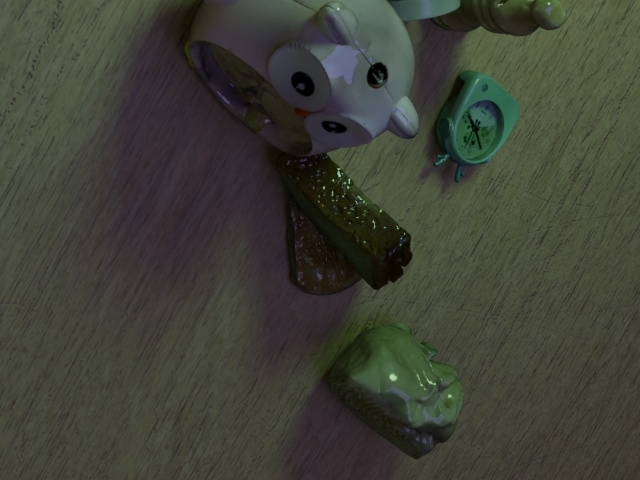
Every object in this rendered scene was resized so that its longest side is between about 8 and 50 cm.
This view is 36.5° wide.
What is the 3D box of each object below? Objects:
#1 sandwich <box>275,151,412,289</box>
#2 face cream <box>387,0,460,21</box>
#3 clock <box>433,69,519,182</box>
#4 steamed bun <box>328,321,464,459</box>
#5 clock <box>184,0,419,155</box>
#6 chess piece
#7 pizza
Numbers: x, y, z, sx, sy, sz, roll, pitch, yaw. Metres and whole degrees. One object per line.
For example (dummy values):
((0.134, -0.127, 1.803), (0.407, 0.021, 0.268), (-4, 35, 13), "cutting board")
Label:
((0.046, -0.041, 1.792), (0.099, 0.288, 0.254), (-44, 169, -5), "sandwich")
((0.151, -0.475, 1.693), (0.177, 0.177, 0.153), (-22, 118, -25), "face cream")
((0.300, -0.225, 1.960), (0.159, 0.066, 0.211), (33, 89, -37), "clock")
((0.176, 0.294, 1.973), (0.289, 0.276, 0.203), (40, 72, -13), "steamed bun")
((-0.009, -0.301, 1.537), (0.250, 0.376, 0.368), (-49, 127, -14), "clock")
((0.324, -0.419, 1.747), (0.124, 0.307, 0.139), (-34, 123, -17), "chess piece")
((0.000, 0.000, 1.869), (0.181, 0.034, 0.262), (-39, 124, -15), "pizza")
